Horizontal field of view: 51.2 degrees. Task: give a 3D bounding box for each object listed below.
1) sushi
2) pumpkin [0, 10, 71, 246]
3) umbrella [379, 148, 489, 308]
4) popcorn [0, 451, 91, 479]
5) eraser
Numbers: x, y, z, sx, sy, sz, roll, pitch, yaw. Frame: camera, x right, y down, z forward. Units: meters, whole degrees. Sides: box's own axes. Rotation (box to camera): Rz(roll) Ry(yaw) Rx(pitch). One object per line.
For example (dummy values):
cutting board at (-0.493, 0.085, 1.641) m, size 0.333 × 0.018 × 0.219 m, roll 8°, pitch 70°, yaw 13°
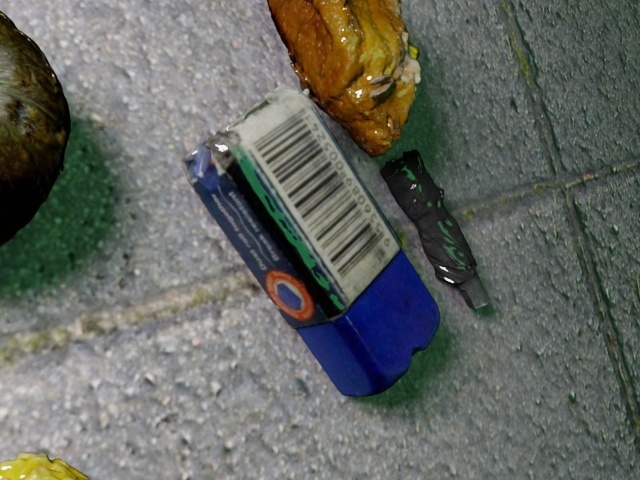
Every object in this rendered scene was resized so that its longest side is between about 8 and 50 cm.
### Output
sushi at (0.040, -0.241, 0.796) m, size 0.179 × 0.167 × 0.297 m, roll -6°, pitch 54°, yaw -33°
pumpkin at (-0.308, -0.090, 0.498) m, size 0.237 × 0.159 × 0.238 m, roll 10°, pitch 70°, yaw -30°
umbrella at (0.157, -0.008, 0.893) m, size 0.066 × 0.059 × 0.236 m, roll -32°, pitch 101°, yaw -16°
popcorn at (-0.216, 0.226, 0.515) m, size 0.120 × 0.116 × 0.106 m, roll 44°, pitch 74°, yaw -20°
eraser at (0.000, 0.000, 0.745) m, size 0.155 × 0.101 × 0.332 m, roll -43°, pitch 106°, yaw -38°
